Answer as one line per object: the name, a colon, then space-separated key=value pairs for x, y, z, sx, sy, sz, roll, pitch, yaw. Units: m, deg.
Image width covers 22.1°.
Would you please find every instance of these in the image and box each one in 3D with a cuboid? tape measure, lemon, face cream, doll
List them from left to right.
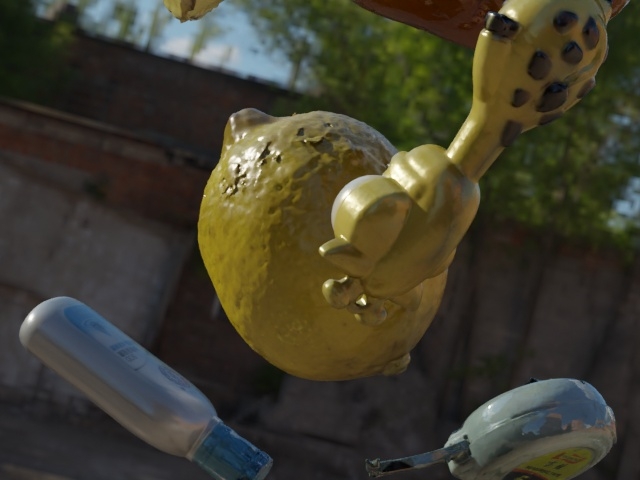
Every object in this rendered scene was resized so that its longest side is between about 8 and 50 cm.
face cream: x=-0.206 y=0.191 z=1.983 sx=0.336 sy=0.080 sz=0.163 roll=35 pitch=7 yaw=13
lemon: x=0.000 y=0.000 z=1.695 sx=0.245 sy=0.320 sz=0.245 roll=-29 pitch=-5 yaw=-3
doll: x=0.103 y=-0.064 z=1.148 sx=0.117 sy=0.291 sz=0.086 roll=29 pitch=12 yaw=-36
tape measure: x=0.148 y=0.168 z=1.479 sx=0.330 sy=0.164 sz=0.084 roll=23 pitch=36 yaw=-51

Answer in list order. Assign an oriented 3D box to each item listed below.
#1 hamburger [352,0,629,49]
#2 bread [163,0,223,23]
hamburger: x=0.155 y=-0.286 z=1.531 sx=0.289 sy=0.170 sz=0.314 roll=13 pitch=-20 yaw=-11
bread: x=-0.109 y=-0.284 z=1.017 sx=0.264 sy=0.163 sz=0.168 roll=39 pitch=-31 yaw=22
